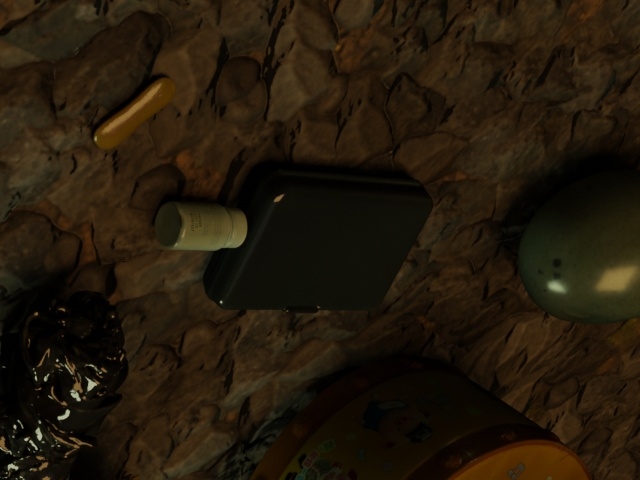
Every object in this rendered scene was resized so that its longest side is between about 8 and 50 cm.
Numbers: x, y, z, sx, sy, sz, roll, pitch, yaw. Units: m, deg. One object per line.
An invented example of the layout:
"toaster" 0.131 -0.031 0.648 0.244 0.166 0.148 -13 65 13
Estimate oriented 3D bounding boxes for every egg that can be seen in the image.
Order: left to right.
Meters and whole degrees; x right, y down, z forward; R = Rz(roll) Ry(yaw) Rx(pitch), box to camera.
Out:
"egg" 0.331 0.007 2.021 0.237 0.169 0.169 -17 136 -26

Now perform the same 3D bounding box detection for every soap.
"soap" -0.166 -0.113 1.600 0.089 0.012 0.034 -40 143 -2

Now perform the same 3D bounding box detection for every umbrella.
"umbrella" -0.277 0.178 1.716 0.128 0.154 0.336 21 138 -9

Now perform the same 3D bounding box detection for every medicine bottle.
"medicine bottle" -0.114 -0.014 1.714 0.083 0.047 0.047 1 126 -43

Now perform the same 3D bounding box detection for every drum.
"drum" 0.104 0.360 2.064 0.431 0.214 0.431 -24 130 -33

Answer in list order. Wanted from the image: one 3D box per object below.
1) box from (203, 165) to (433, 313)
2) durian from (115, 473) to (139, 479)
"box" 0.000 0.000 1.824 0.230 0.050 0.160 2 124 -43
"durian" -0.251 0.352 1.839 0.249 0.138 0.183 -47 165 16
